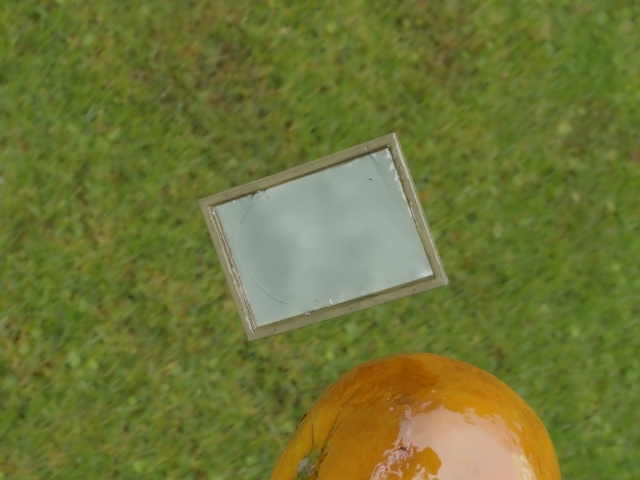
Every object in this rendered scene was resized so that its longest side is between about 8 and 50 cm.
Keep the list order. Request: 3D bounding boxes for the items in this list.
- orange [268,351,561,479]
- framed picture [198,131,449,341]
[{"bbox_3d":[0.074,0.233,1.346,0.226,0.284,0.284,28,59,-21],"label":"orange"},{"bbox_3d":[0.000,0.000,1.405,0.010,0.200,0.136,-27,98,-63],"label":"framed picture"}]
